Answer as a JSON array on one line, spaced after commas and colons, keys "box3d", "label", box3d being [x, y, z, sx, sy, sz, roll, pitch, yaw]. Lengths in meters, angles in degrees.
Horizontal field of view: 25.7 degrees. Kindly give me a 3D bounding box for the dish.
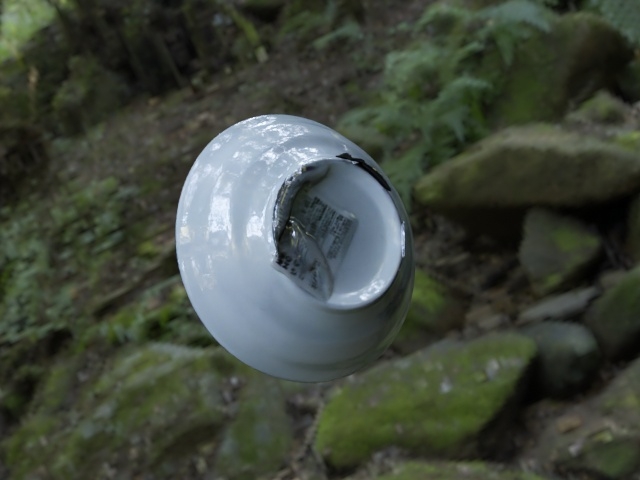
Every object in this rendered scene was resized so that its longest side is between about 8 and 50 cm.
[{"box3d": [0.000, 0.000, 1.561, 0.316, 0.316, 0.106, -29, 6, -33], "label": "dish"}]
